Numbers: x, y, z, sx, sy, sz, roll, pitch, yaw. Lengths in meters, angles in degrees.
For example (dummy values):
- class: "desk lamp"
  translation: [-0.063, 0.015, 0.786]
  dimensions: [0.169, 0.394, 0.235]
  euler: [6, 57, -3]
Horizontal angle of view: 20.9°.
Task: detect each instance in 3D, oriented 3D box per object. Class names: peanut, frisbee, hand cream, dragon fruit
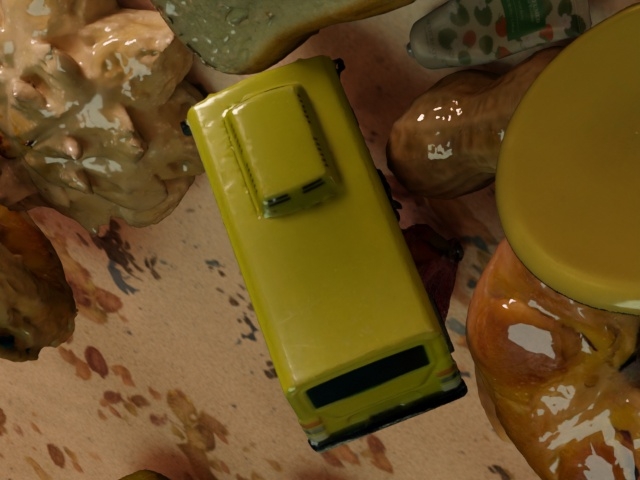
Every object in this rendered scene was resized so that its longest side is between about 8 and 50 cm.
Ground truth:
- class: "peanut"
  translation: [0.124, -0.082, 1.206]
  dimensions: [0.193, 0.089, 0.089]
  euler: [-13, 118, 45]
- class: "frisbee"
  translation: [0.211, -0.060, 1.019]
  dimensions: [0.236, 0.236, 0.017]
  euler: [12, 155, 36]
- class: "hand cream"
  translation: [0.118, -0.149, 1.179]
  dimensions: [0.165, 0.037, 0.057]
  euler: [-14, 84, 50]
- class: "dragon fruit"
  translation: [0.057, 0.017, 1.365]
  dimensions: [0.102, 0.147, 0.096]
  euler: [27, 102, 24]

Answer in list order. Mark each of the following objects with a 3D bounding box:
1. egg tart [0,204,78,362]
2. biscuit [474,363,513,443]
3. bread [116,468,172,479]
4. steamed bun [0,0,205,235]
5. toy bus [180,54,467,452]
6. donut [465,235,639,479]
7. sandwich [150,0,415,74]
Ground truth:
- class: "egg tart"
  translation: [-0.379, -0.030, 1.550]
  dimensions: [0.388, 0.169, 0.388]
  euler: [53, -177, -5]
- class: "biscuit"
  translation: [0.237, 0.092, 1.317]
  dimensions: [0.309, 0.040, 0.204]
  euler: [2, 129, 42]
- class: "bread"
  translation: [-0.102, 0.404, 1.915]
  dimensions: [0.383, 0.112, 0.166]
  euler: [50, 148, -11]
- class: "steamed bun"
  translation: [-0.220, -0.114, 1.460]
  dimensions: [0.295, 0.137, 0.292]
  euler: [32, 143, 17]
- class: "toy bus"
  translation: [0.000, 0.000, 1.248]
  dimensions: [0.150, 0.128, 0.262]
  euler: [64, -175, -63]
- class: "donut"
  translation: [0.250, 0.051, 1.124]
  dimensions: [0.317, 0.150, 0.299]
  euler: [-1, 117, 35]
- class: "sandwich"
  translation: [-0.049, -0.236, 1.204]
  dimensions: [0.226, 0.087, 0.251]
  euler: [52, 144, -15]
